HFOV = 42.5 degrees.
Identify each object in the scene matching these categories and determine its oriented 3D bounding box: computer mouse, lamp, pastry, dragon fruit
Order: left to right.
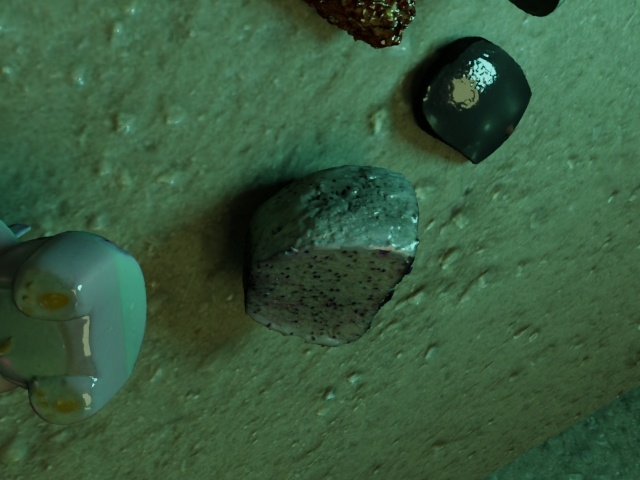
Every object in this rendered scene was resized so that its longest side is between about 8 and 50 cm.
[{"bbox_3d":[-0.336,0.054,0.873,0.247,0.300,0.247,-57,149,-61],"label":"lamp"},{"bbox_3d":[0.000,0.000,1.193,0.221,0.204,0.283,7,143,-13],"label":"dragon fruit"},{"bbox_3d":[0.039,-0.310,0.994,0.208,0.115,0.097,24,95,-49],"label":"pastry"},{"bbox_3d":[0.260,-0.209,1.305,0.168,0.087,0.295,-55,144,10],"label":"computer mouse"}]

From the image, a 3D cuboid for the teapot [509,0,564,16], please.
[{"bbox_3d":[0.384,-0.459,1.085,0.343,0.253,0.300,-30,173,-6],"label":"teapot"}]
